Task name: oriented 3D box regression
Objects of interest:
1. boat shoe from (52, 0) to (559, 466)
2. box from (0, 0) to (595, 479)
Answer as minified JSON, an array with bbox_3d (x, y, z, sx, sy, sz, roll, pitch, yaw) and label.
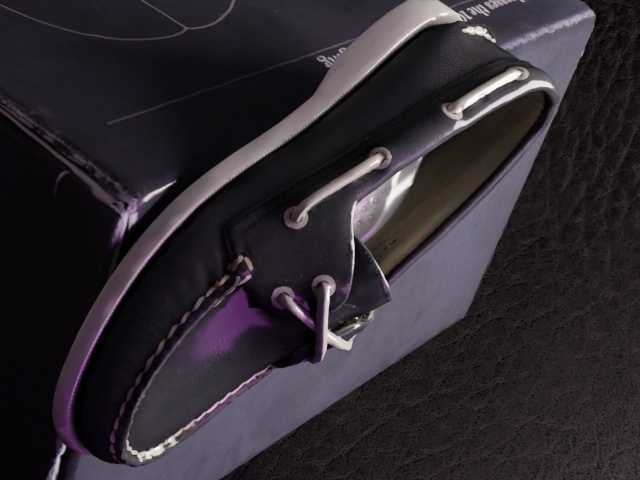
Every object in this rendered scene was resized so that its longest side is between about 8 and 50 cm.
[{"bbox_3d":[0.000,0.000,0.667,0.302,0.091,0.114,-49,154,-17],"label":"boat shoe"},{"bbox_3d":[-0.155,-0.103,0.945,0.480,0.471,0.297,-27,143,-48],"label":"box"}]
